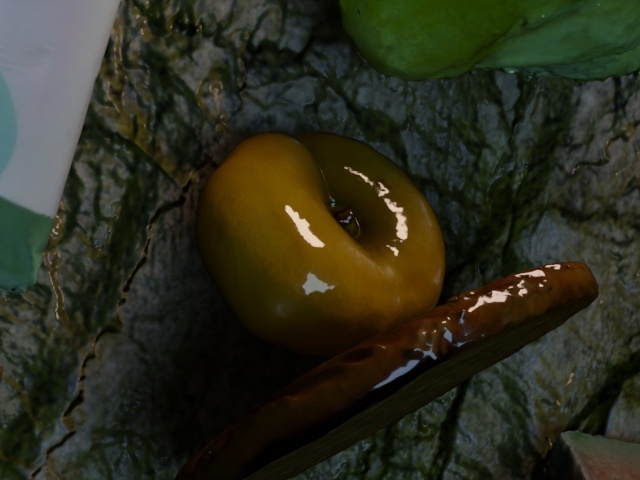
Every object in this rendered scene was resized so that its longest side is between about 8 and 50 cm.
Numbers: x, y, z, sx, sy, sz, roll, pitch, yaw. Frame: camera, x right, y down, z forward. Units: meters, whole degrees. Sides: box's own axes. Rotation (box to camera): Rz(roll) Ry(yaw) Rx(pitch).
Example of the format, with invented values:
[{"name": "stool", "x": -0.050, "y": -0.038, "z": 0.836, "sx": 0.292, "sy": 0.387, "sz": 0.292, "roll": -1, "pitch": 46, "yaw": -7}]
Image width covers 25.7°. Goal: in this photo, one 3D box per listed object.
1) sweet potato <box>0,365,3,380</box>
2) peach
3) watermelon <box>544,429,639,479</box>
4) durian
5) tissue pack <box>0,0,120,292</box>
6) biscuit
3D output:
[{"name": "sweet potato", "x": -0.348, "y": 0.165, "z": 0.849, "sx": 0.341, "sy": 0.092, "sz": 0.114, "roll": -15, "pitch": 96, "yaw": -25}, {"name": "peach", "x": 0.000, "y": 0.000, "z": 0.950, "sx": 0.179, "sy": 0.179, "sz": 0.103, "roll": 10, "pitch": 136, "yaw": -31}, {"name": "watermelon", "x": 0.236, "y": 0.308, "z": 1.164, "sx": 0.151, "sy": 0.302, "sz": 0.264, "roll": 15, "pitch": 102, "yaw": 7}, {"name": "durian", "x": 0.162, "y": -0.220, "z": 0.941, "sx": 0.339, "sy": 0.204, "sz": 0.256, "roll": -2, "pitch": 119, "yaw": -27}, {"name": "tissue pack", "x": -0.242, "y": -0.175, "z": 0.734, "sx": 0.266, "sy": 0.194, "sz": 0.357, "roll": 14, "pitch": 99, "yaw": -30}, {"name": "biscuit", "x": 0.043, "y": 0.098, "z": 0.945, "sx": 0.317, "sy": 0.318, "sz": 0.040, "roll": -24, "pitch": 78, "yaw": -20}]
